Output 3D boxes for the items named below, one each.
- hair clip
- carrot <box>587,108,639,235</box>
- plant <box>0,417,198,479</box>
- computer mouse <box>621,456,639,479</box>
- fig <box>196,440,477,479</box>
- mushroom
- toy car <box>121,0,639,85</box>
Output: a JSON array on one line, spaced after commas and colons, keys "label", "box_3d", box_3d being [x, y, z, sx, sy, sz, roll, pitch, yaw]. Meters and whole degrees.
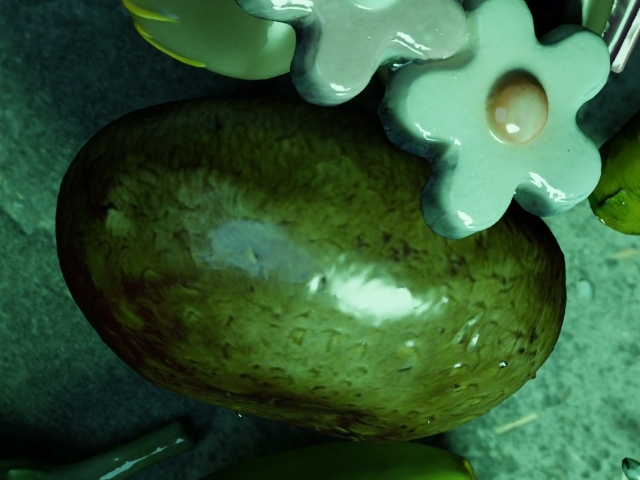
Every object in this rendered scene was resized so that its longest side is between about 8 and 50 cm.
[{"label": "hair clip", "box_3d": [0.062, -0.108, 1.041, 0.146, 0.075, 0.257, -45, 122, 0]}, {"label": "carrot", "box_3d": [0.240, -0.069, 1.198, 0.082, 0.082, 0.173, 45, 143, -4]}, {"label": "plant", "box_3d": [-0.274, 0.216, 1.558, 0.261, 0.297, 0.306, 30, 172, 33]}, {"label": "computer mouse", "box_3d": [0.379, 0.249, 1.326, 0.379, 0.090, 0.167, 34, 125, 10]}, {"label": "fig", "box_3d": [-0.009, 0.269, 1.414, 0.326, 0.258, 0.258, -40, 97, 15]}, {"label": "mushroom", "box_3d": [-0.003, 0.024, 1.248, 0.345, 0.345, 0.239, 4, 96, 21]}, {"label": "toy car", "box_3d": [0.035, -0.188, 1.141, 0.341, 0.240, 0.271, 24, 123, 6]}]
